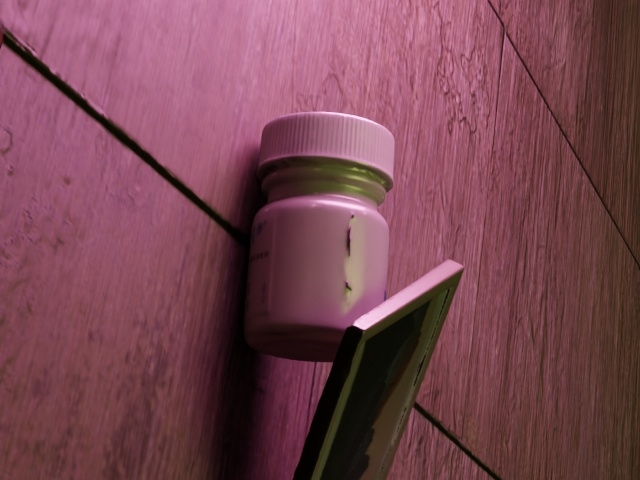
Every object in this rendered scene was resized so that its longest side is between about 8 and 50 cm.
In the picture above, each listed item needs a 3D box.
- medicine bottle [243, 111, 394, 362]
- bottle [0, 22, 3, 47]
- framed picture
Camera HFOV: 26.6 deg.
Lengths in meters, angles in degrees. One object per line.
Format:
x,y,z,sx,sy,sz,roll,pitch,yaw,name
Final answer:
0.000,0.000,0.997,0.105,0.105,0.168,31,60,-59,medicine bottle
-0.213,-0.065,0.632,0.164,0.060,0.060,-63,140,-46,bottle
0.023,0.153,0.987,0.192,0.018,0.265,-26,138,-60,framed picture
